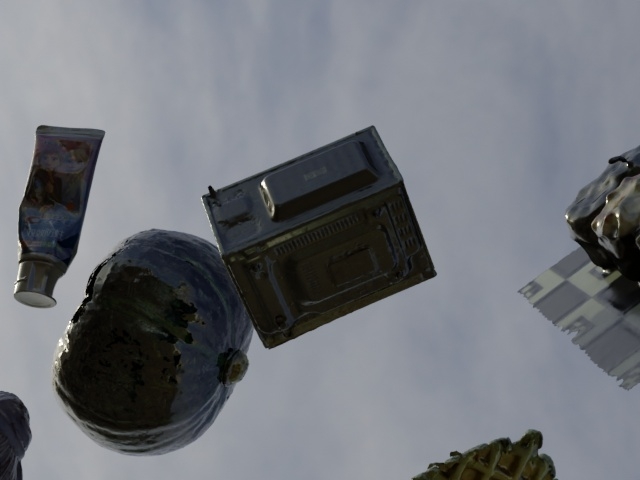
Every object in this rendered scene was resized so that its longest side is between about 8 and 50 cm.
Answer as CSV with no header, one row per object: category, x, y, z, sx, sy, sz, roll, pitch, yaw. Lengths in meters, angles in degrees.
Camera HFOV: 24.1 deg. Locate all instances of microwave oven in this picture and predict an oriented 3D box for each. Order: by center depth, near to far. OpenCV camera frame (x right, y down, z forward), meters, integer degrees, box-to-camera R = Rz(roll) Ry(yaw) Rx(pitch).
microwave oven,0.000,0.000,1.591,0.129,0.205,0.163,-114,180,-49

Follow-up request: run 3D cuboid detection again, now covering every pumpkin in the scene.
pumpkin,-0.206,0.140,1.986,0.238,0.315,0.315,24,-54,17

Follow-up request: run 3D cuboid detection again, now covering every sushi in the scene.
sushi,0.323,-0.031,1.426,0.296,0.373,0.100,-36,-77,2

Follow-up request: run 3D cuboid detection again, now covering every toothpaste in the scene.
toothpaste,-0.355,-0.040,1.994,0.096,0.266,0.061,5,-27,3

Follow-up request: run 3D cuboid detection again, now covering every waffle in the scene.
waffle,0.175,0.318,1.668,0.054,0.214,0.208,-135,-151,-68

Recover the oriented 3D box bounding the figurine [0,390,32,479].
figurine,-0.276,0.272,1.102,0.187,0.168,0.315,-157,-121,-67
